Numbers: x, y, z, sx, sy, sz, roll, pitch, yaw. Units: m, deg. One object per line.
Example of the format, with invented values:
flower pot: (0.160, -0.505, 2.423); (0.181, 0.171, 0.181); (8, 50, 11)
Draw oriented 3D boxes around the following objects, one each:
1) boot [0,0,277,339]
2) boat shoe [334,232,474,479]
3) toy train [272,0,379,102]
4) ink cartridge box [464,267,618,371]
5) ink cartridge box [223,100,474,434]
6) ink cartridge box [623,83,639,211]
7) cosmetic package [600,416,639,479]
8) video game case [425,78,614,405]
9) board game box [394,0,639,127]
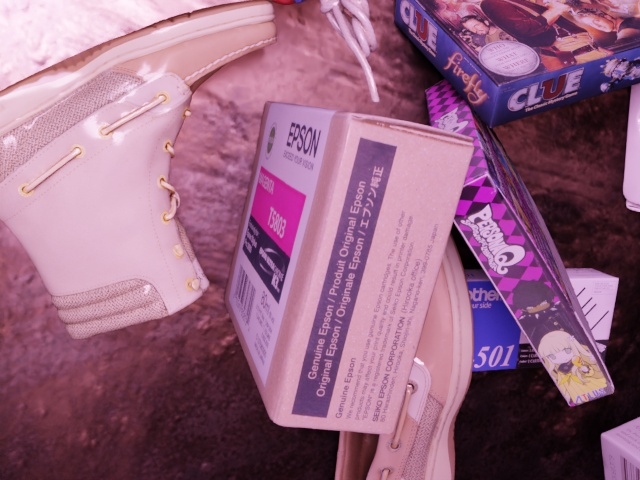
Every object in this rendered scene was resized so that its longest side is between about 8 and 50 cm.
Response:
boot: (-0.124, -0.055, 0.508); (0.261, 0.095, 0.204); (-28, 110, -9)
boat shoe: (0.062, 0.129, 0.602); (0.110, 0.121, 0.342); (-7, 107, -17)
toy train: (0.032, -0.217, 0.473); (0.143, 0.105, 0.248); (-21, 83, -37)
ink cartridge box: (0.206, 0.081, 0.678); (0.206, 0.046, 0.097); (1, 102, -18)
ink cartridge box: (0.000, 0.000, 0.487); (0.088, 0.234, 0.194); (10, 100, -18)
ink cartridge box: (0.470, -0.132, 0.672); (0.272, 0.115, 0.199); (-8, 106, -16)
cosmetic package: (0.456, 0.289, 0.755); (0.183, 0.151, 0.152); (-17, 108, -12)
video game case: (0.158, -0.015, 0.545); (0.041, 0.232, 0.210); (-28, 114, 20)
board game box: (0.208, -0.189, 0.549); (0.243, 0.165, 0.042); (-18, 141, -13)
